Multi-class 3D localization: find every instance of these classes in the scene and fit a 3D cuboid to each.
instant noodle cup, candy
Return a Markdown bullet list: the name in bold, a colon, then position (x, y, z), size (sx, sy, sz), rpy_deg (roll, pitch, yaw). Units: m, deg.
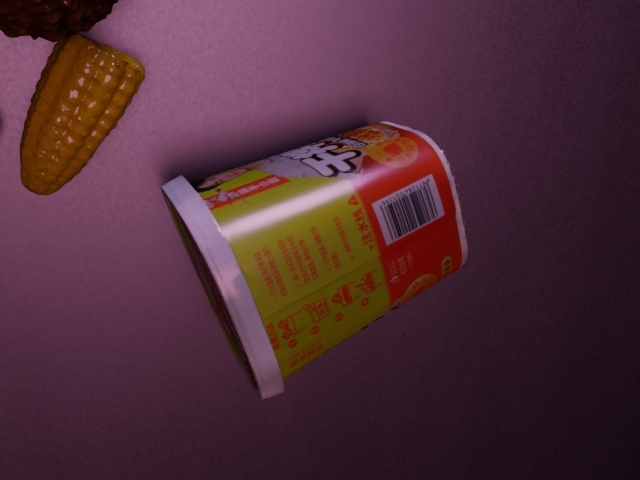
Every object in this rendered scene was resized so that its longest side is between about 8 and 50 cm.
- **instant noodle cup**: position (0.000, 0.000, 0.788), size (0.307, 0.294, 0.294), rpy_deg (-24, 116, -14)
- **candy**: position (-0.290, -0.139, 0.720), size (0.094, 0.106, 0.199), rpy_deg (23, 107, -43)

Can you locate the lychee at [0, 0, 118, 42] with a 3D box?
- **lychee**: position (-0.300, -0.330, 0.575), size (0.271, 0.271, 0.271), rpy_deg (-6, 112, -15)
